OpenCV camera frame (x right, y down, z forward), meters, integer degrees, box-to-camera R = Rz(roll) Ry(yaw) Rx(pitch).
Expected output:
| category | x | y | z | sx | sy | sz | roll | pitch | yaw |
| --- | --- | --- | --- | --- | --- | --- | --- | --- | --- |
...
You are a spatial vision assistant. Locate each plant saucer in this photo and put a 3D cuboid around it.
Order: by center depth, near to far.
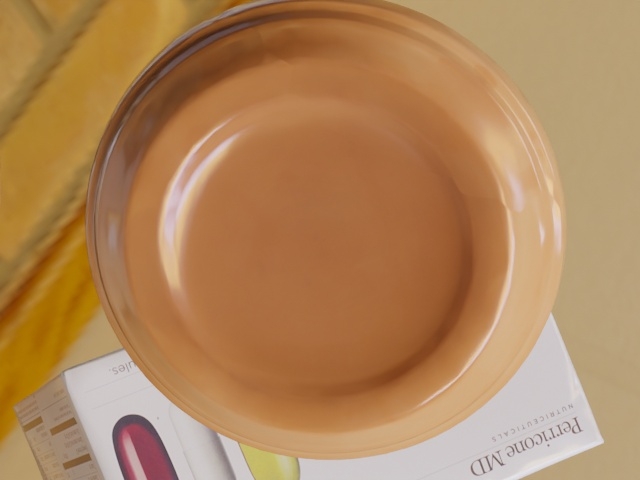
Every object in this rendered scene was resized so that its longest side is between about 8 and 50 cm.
| category | x | y | z | sx | sy | sz | roll | pitch | yaw |
| --- | --- | --- | --- | --- | --- | --- | --- | --- | --- |
| plant saucer | 0.000 | 0.000 | 0.809 | 0.200 | 0.200 | 0.037 | -17 | -167 | 11 |

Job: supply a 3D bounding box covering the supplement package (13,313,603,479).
| category | x | y | z | sx | sy | sz | roll | pitch | yaw |
| --- | --- | --- | --- | --- | --- | --- | --- | --- | --- |
| supplement package | -0.014 | 0.102 | 1.116 | 0.262 | 0.204 | 0.145 | -22 | -93 | -18 |
